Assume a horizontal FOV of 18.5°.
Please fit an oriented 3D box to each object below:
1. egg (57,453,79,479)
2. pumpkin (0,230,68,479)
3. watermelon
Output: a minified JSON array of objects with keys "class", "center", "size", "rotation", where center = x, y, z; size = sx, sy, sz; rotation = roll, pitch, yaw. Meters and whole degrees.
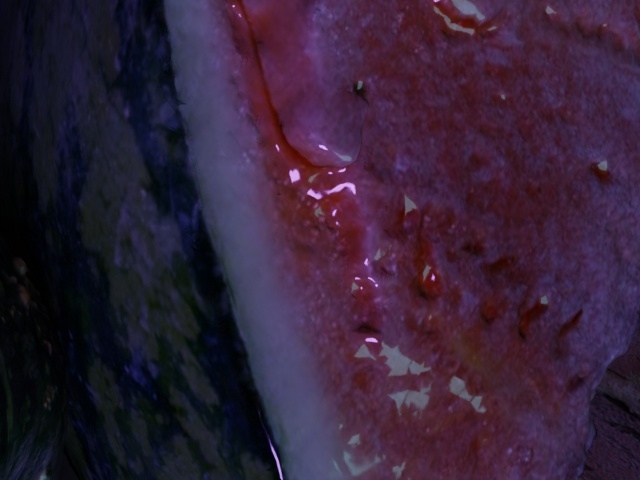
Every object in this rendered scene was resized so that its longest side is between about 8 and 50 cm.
[{"class":"egg","center":[-0.141,0.281,0.848],"size":[0.345,0.345,0.428],"rotation":[105,8,-69]},{"class":"pumpkin","center":[-0.155,0.068,0.565],"size":[0.190,0.146,0.190],"rotation":[14,90,-72]},{"class":"watermelon","center":[-0.011,-0.021,0.699],"size":[0.293,0.250,0.283],"rotation":[-35,120,-45]}]
